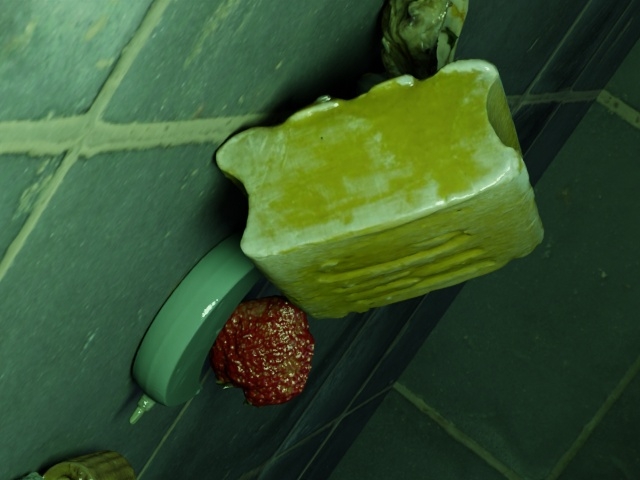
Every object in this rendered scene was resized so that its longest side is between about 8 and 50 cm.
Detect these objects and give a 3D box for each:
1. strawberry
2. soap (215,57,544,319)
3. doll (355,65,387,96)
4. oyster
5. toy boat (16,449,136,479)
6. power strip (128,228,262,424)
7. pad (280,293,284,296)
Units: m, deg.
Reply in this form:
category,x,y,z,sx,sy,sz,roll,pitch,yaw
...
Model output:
category,x,y,z,sx,sy,sz,roll,pitch,yaw
strawberry,-0.070,0.127,2.025,0.131,0.131,0.148,-23,132,-66
soap,0.073,-0.045,1.712,0.293,0.156,0.335,-15,164,6
doll,0.080,-0.172,1.901,0.114,0.057,0.227,-55,174,7
oyster,0.132,-0.268,1.763,0.166,0.094,0.294,34,74,-70
toy boat,-0.269,0.287,1.808,0.115,0.089,0.310,-45,169,5
power strip,-0.143,0.103,1.852,0.253,0.054,0.167,-57,165,19
pad,0.000,0.000,1.985,0.113,0.006,0.188,-23,141,-20
